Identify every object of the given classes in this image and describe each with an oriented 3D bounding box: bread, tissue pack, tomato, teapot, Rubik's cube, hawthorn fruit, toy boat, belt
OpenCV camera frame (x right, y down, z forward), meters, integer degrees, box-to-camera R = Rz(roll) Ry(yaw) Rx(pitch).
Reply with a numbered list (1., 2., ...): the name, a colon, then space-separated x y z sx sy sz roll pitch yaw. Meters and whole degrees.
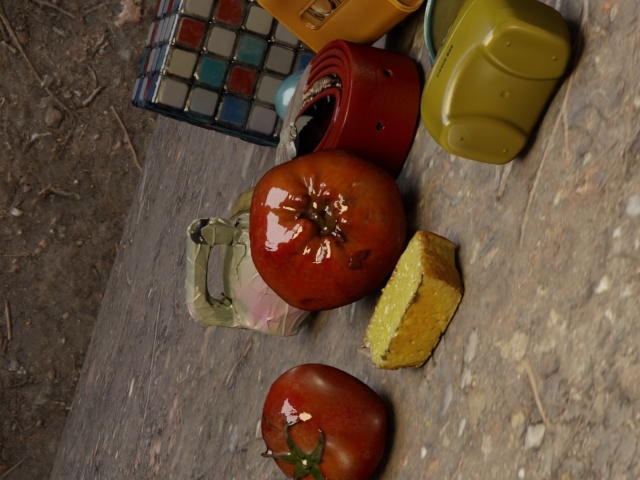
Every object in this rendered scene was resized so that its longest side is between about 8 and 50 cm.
1. bread: 0.108 0.080 1.509 0.103 0.065 0.187 -105 35 -55
2. tissue pack: 0.186 -0.183 1.374 0.127 0.123 0.178 -100 29 -54
3. tissue pack: 0.043 -0.384 1.810 0.145 0.194 0.274 -52 9 -21
4. tomato: 0.008 0.230 1.566 0.167 0.167 0.167 -165 90 -73
5. teapot: -0.086 0.059 1.894 0.163 0.222 0.178 26 109 37
6. Rubik's cube: -0.157 -0.339 2.308 0.292 0.287 0.293 -154 80 -72
7. hawthorn fruit: 0.000 0.000 1.704 0.299 0.211 0.211 109 169 -68
8. toy boat: 0.184 -0.296 1.537 0.102 0.088 0.215 -112 41 -57
9. belt: 0.029 -0.156 1.850 0.324 0.115 0.227 139 139 -62

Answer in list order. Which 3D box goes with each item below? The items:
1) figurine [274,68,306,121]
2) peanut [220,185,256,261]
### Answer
1. figurine: 0.005 -0.298 2.080 0.260 0.103 0.205 -63 20 5
2. peanut: -0.099 -0.012 2.099 0.256 0.124 0.123 -79 10 -68
